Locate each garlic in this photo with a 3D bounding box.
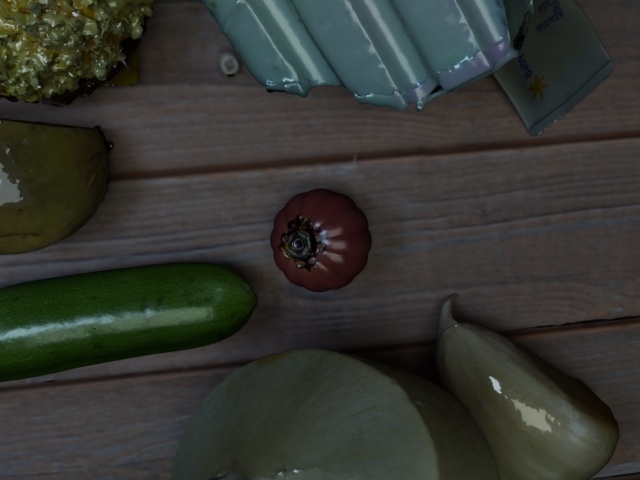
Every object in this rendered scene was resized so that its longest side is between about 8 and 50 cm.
[{"bbox_3d":[0.222,0.181,0.698,0.245,0.164,0.145,37,135,-15],"label":"garlic"}]

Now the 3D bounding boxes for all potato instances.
[{"bbox_3d":[-0.319,-0.052,0.567,0.243,0.098,0.138,5,99,-18],"label":"potato"}]

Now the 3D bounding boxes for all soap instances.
[{"bbox_3d":[-0.011,-0.314,0.481,0.261,0.156,0.446,-26,109,31],"label":"soap"}]

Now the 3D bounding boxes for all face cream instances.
[{"bbox_3d":[0.206,-0.218,0.627,0.114,0.070,0.224,-41,115,6],"label":"face cream"}]

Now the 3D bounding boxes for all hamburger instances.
[{"bbox_3d":[-0.265,-0.234,0.527,0.262,0.138,0.243,-1,107,-7],"label":"hamburger"}]

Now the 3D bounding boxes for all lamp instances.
[{"bbox_3d":[0.000,0.000,0.645,0.108,0.092,0.107,4,98,28],"label":"lamp"}]

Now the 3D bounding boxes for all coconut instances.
[{"bbox_3d":[0.010,0.252,0.592,0.323,0.323,0.322,-2,106,-6],"label":"coconut"}]

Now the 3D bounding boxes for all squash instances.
[{"bbox_3d":[-0.253,0.085,0.641,0.379,0.101,0.101,-11,107,-1],"label":"squash"}]
